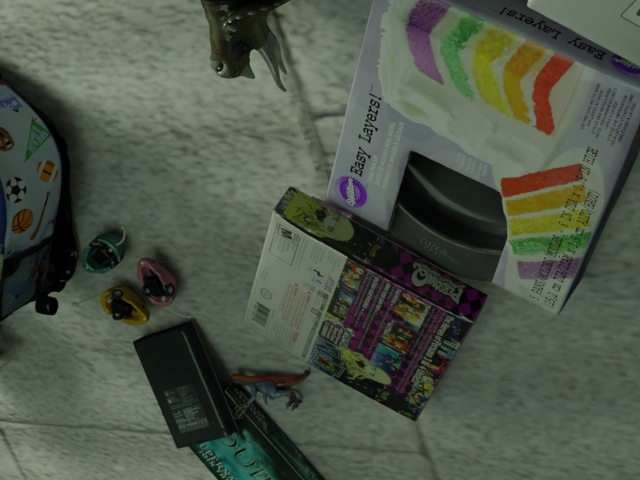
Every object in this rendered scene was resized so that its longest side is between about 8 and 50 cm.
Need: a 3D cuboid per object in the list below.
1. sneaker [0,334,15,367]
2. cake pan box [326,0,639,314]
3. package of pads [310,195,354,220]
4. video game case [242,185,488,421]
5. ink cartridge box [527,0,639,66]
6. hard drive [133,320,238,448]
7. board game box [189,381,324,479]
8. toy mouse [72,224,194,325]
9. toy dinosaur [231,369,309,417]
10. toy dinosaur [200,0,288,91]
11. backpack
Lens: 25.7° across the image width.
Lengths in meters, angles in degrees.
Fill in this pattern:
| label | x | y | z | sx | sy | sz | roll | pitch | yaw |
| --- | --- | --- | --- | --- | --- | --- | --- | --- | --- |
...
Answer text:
| label | x | y | z | sx | sy | sz | roll | pitch | yaw |
| --- | --- | --- | --- | --- | --- | --- | --- | --- | --- |
| sneaker | -0.476 | 0.043 | 1.694 | 0.152 | 0.114 | 0.305 | -14 | 119 | 24 |
| cake pan box | 0.141 | -0.087 | 1.202 | 0.245 | 0.070 | 0.267 | 29 | 135 | 15 |
| package of pads | 0.000 | 0.000 | 1.383 | 0.050 | 0.032 | 0.083 | 27 | 133 | 14 |
| video game case | 0.034 | 0.068 | 1.357 | 0.210 | 0.042 | 0.232 | 29 | 149 | 7 |
| ink cartridge box | 0.229 | -0.269 | 0.949 | 0.261 | 0.066 | 0.296 | 25 | 137 | -15 |
| hard drive | -0.154 | 0.164 | 1.587 | 0.094 | 0.022 | 0.135 | -20 | 94 | 42 |
| board game box | -0.079 | 0.255 | 1.630 | 0.186 | 0.026 | 0.126 | 49 | 135 | -8 |
| toy mouse | -0.207 | 0.032 | 1.543 | 0.161 | 0.031 | 0.143 | 17 | 130 | 22 |
| toy dinosaur | -0.059 | 0.158 | 1.550 | 0.082 | 0.047 | 0.090 | 34 | 102 | 19 |
| toy dinosaur | -0.078 | -0.249 | 1.141 | 0.160 | 0.121 | 0.313 | 14 | 160 | -3 |
| backpack | -0.402 | -0.057 | 1.495 | 0.276 | 0.213 | 0.263 | 32 | 124 | 13 |
